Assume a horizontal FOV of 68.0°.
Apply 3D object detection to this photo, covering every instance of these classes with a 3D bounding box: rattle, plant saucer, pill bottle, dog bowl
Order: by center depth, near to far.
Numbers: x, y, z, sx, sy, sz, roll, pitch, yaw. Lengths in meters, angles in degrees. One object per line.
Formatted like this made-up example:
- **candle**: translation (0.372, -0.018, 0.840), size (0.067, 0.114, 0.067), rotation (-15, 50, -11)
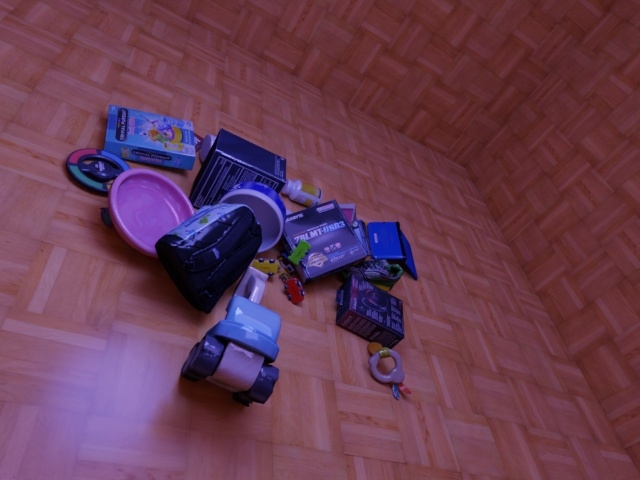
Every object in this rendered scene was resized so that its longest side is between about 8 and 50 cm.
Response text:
- **plant saucer**: translation (-0.572, -0.082, 1.608), size (0.332, 0.084, 0.332), rotation (37, 39, -37)
- **dog bowl**: translation (-0.266, -0.088, 1.811), size (0.265, 0.265, 0.104), rotation (31, 31, -11)
- **rattle**: translation (0.254, 0.497, 1.813), size (0.130, 0.143, 0.200), rotation (-45, 101, -25)
- **pill bottle**: translation (-0.396, -0.383, 2.145), size (0.264, 0.153, 0.153), rotation (12, 41, -35)
- **pill bottle**: translation (-0.091, -0.231, 2.297), size (0.184, 0.103, 0.103), rotation (20, 37, -26)

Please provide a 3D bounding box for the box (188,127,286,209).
- **box**: translation (-0.331, -0.238, 1.900), size (0.294, 0.296, 0.183), rotation (23, 37, -23)

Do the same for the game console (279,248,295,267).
- **game console**: translation (-0.083, 0.065, 1.956), size (0.144, 0.085, 0.124), rotation (43, 70, 6)

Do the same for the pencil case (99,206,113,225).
- **pencil case**: translation (-0.679, -0.106, 1.622), size (0.070, 0.064, 0.152), rotation (1, 23, 23)

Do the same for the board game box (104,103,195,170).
- **board game box**: translation (-0.690, -0.420, 1.933), size (0.336, 0.079, 0.254), rotation (7, 43, -26)

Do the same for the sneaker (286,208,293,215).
- **sneaker**: translation (-0.111, -0.050, 2.048), size (0.305, 0.114, 0.152), rotation (1, 47, -43)

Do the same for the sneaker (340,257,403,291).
- **sneaker**: translation (0.221, 0.124, 2.126), size (0.343, 0.146, 0.134), rotation (12, 41, -33)

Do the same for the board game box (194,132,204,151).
- **board game box**: translation (-0.622, -0.421, 2.092), size (0.145, 0.027, 0.281), rotation (33, 33, -10)

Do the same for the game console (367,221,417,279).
- **game console**: translation (0.372, 0.053, 2.465), size (0.250, 0.173, 0.293), rotation (0, 39, 0)

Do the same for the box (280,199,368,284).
- **box**: translation (0.000, 0.000, 1.945), size (0.295, 0.073, 0.293), rotation (-19, 70, -26)

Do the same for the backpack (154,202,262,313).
- **backpack**: translation (-0.351, 0.016, 1.578), size (0.355, 0.273, 0.290), rotation (-41, 124, -30)

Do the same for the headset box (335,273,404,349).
- **headset box**: translation (0.191, 0.284, 1.936), size (0.293, 0.110, 0.218), rotation (29, 34, -14)

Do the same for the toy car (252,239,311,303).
- **toy car**: translation (-0.111, 0.090, 1.800), size (0.239, 0.225, 0.053), rotation (38, 13, 0)

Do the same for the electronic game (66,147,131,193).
- **electronic game**: translation (-0.789, -0.251, 1.709), size (0.229, 0.048, 0.229), rotation (25, 36, -20)

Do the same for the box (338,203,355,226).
- **box**: translation (0.093, -0.050, 2.179), size (0.127, 0.149, 0.232), rotation (0, 33, 10)

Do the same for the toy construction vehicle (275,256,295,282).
- **toy construction vehicle**: translation (-0.148, 0.118, 1.889), size (0.098, 0.035, 0.086), rotation (51, 35, 4)

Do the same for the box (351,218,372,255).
- **box**: translation (0.188, -0.005, 2.120), size (0.233, 0.044, 0.159), rotation (13, 62, -80)

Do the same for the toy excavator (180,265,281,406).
- **toy excavator**: translation (-0.225, 0.249, 1.449), size (0.222, 0.433, 0.445), rotation (30, 62, -12)
